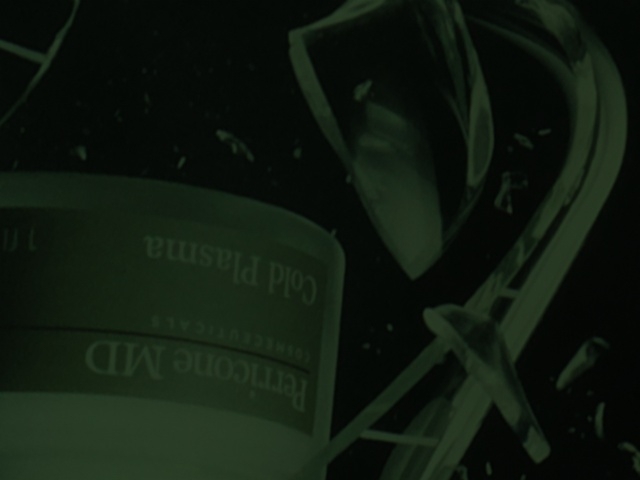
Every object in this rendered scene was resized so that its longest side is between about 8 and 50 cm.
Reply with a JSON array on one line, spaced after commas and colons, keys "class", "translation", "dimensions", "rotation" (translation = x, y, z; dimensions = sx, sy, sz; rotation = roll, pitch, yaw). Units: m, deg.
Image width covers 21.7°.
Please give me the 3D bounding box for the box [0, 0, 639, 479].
[{"class": "box", "translation": [0.000, 0.000, 0.769], "dimensions": [0.480, 0.472, 0.297], "rotation": [12, 9, -13]}]
